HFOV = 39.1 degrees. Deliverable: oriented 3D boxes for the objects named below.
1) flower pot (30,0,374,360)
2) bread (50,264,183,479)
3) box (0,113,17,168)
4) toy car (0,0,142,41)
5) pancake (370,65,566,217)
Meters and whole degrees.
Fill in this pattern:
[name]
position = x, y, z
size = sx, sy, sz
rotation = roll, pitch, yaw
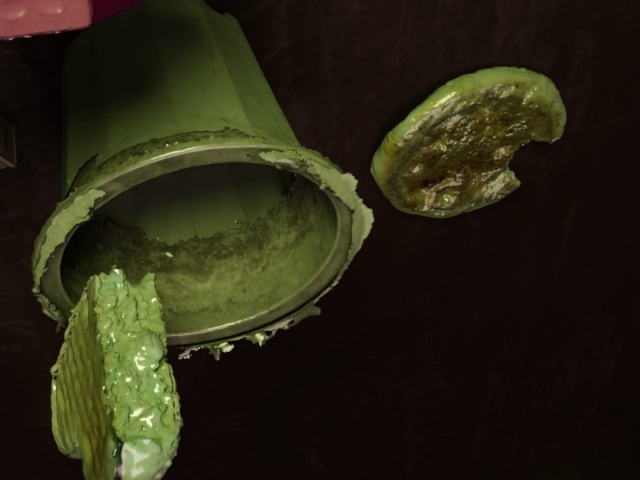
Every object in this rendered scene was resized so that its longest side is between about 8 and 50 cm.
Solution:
[flower pot]
position = -0.127, -0.067, 0.816
size = 0.290, 0.259, 0.290
rotation = -14, 145, -10
[bread]
position = -0.160, 0.104, 0.700
size = 0.064, 0.173, 0.232
rotation = 3, -177, -29
[box]
position = -0.336, -0.097, 0.845
size = 0.063, 0.060, 0.084
rotation = -27, 146, 16
[toy car]
position = -0.186, -0.280, 0.436
size = 0.271, 0.341, 0.240
rotation = -13, 152, -14
[pancake]
position = 0.180, -0.111, 1.105
size = 0.253, 0.037, 0.254
rotation = -14, 145, -10
